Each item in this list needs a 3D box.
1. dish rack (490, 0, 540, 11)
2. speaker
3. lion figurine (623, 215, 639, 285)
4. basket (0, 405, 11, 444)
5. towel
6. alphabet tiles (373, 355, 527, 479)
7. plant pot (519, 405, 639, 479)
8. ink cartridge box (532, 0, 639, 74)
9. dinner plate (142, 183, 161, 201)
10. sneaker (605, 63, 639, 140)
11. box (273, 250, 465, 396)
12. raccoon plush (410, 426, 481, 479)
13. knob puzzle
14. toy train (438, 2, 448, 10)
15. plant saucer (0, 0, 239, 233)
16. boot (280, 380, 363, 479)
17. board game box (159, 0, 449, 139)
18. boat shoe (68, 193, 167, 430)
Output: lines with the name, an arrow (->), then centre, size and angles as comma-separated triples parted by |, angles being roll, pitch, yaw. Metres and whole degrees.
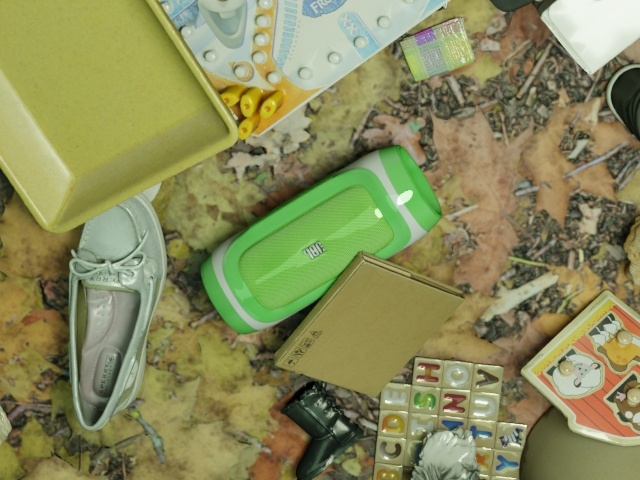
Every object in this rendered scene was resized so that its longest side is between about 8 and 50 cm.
dish rack -> 0.198, -0.388, 1.536 | 0.074, 0.271, 0.208 | -28, 111, 40
speaker -> 0.000, 0.000, 1.737 | 0.296, 0.131, 0.131 | -31, 100, 13
lion figurine -> 0.490, 0.150, 1.641 | 0.240, 0.392, 0.142 | 23, 132, -32
basket -> -0.502, 0.224, 1.859 | 0.103, 0.113, 0.167 | -23, 102, 7
towel -> 0.147, -0.236, 1.716 | 0.083, 0.009, 0.060 | -20, 103, 12
alphabet tiles -> 0.174, 0.272, 1.854 | 0.198, 0.009, 0.237 | 6, 106, 4
plant pot -> 0.384, 0.347, 1.712 | 0.256, 0.274, 0.256 | 1, 107, 4
ink cartridge box -> 0.333, -0.282, 1.574 | 0.160, 0.219, 0.092 | -39, 98, 14
dinner plate -> -0.275, -0.095, 1.796 | 0.141, 0.017, 0.141 | 2, 107, 5
sneaker -> 0.472, -0.097, 1.650 | 0.296, 0.147, 0.104 | 36, 104, -6
box -> 0.061, 0.112, 1.755 | 0.164, 0.021, 0.201 | 21, 123, -30
raccoon plush -> 0.238, 0.494, 1.855 | 0.216, 0.299, 0.446 | 4, 75, 19
knob puzzle -> 0.374, 0.170, 1.704 | 0.213, 0.213, 0.030 | 11, 148, 3
toy train -> 0.082, -0.317, 1.691 | 0.158, 0.027, 0.036 | 16, 103, 1
plant saucer -> -0.291, -0.210, 1.672 | 0.333, 0.081, 0.333 | -24, 106, 31
boot -> -0.013, 0.255, 1.850 | 0.121, 0.045, 0.099 | -42, 100, 8
board game box -> -0.059, -0.365, 1.600 | 0.390, 0.050, 0.390 | -33, 101, 24
boat shoe -> -0.274, 0.088, 1.800 | 0.118, 0.103, 0.320 | 11, 107, 3
